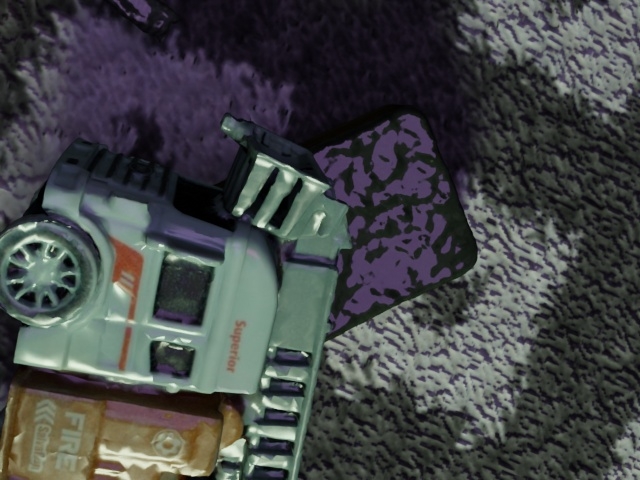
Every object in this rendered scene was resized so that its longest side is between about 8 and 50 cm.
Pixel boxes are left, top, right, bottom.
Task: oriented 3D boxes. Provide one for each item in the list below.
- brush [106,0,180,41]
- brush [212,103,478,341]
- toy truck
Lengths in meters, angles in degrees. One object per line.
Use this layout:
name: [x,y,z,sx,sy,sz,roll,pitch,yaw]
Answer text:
brush: [-0.221,-0.219,0.554,0.323,0.070,0.051,33,86,-17]
brush: [0.000,0.000,0.623,0.197,0.059,0.123,-26,100,-11]
toy truck: [-0.092,0.091,0.527,0.184,0.133,0.338,12,104,-10]
